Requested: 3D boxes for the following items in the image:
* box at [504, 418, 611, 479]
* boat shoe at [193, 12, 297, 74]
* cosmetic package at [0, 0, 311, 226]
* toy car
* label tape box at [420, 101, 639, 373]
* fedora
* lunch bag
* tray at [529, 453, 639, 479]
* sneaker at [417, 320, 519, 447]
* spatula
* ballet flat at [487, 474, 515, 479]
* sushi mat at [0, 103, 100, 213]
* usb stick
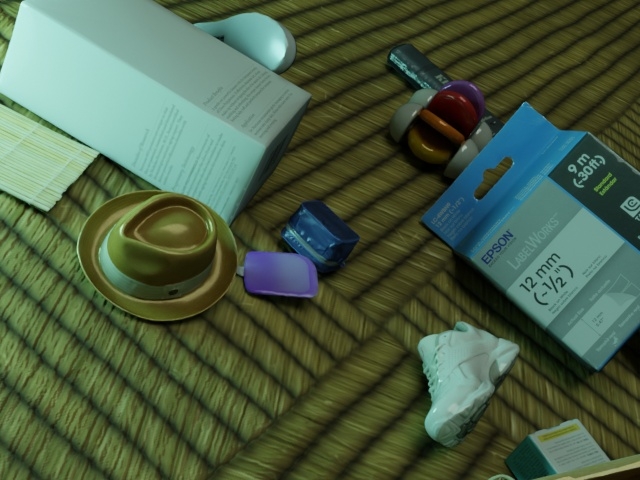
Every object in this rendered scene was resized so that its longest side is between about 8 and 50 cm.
[{"bbox_3d":[0.335,0.334,1.155,0.101,0.060,0.244,-7,50,-38],"label":"box"},{"bbox_3d":[-0.110,-0.282,1.472,0.088,0.096,0.268,9,-1,-41],"label":"boat shoe"},{"bbox_3d":[-0.221,-0.203,1.327,0.366,0.155,0.197,31,36,2],"label":"cosmetic package"},{"bbox_3d":[0.218,-0.204,1.636,0.159,0.136,0.182,35,37,7],"label":"toy car"},{"bbox_3d":[0.346,-0.016,1.402,0.348,0.249,0.115,43,2,14],"label":"label tape box"},{"bbox_3d":[-0.184,0.001,1.147,0.194,0.079,0.194,10,56,-15],"label":"fedora"},{"bbox_3d":[0.000,0.000,1.316,0.098,0.065,0.067,45,24,20],"label":"lunch bag"},{"bbox_3d":[0.330,0.415,0.914,0.203,0.076,0.410,-12,60,-4],"label":"tray"},{"bbox_3d":[0.162,0.173,1.220,0.115,0.090,0.232,32,27,13],"label":"sneaker"},{"bbox_3d":[-0.145,0.016,1.228,0.297,0.030,0.084,16,38,-17],"label":"spatula"},{"bbox_3d":[0.150,0.329,1.022,0.086,0.086,0.248,40,38,13],"label":"ballet flat"},{"bbox_3d":[-0.448,-0.145,1.221,0.317,0.019,0.151,27,38,-4],"label":"sushi mat"},{"bbox_3d":[0.234,-0.267,1.796,0.278,0.045,0.077,45,39,19],"label":"usb stick"}]
